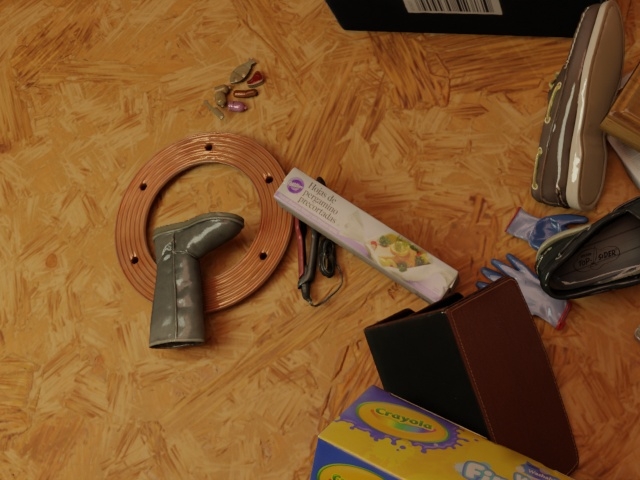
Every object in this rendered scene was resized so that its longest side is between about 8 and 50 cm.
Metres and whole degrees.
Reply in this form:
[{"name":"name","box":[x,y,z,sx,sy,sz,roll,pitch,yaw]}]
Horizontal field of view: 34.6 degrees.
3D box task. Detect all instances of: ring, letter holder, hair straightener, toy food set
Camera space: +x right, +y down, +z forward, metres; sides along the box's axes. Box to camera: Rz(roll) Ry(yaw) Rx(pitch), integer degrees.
[{"name":"ring","box":[-0.203,-0.032,1.797,0.337,0.032,0.336,-6,69,16]},{"name":"letter holder","box":[0.226,0.224,1.478,0.152,0.214,0.301,-19,91,41]},{"name":"hair straightener","box":[0.000,0.000,1.710,0.089,0.047,0.230,-6,67,16]},{"name":"toy food set","box":[-0.149,-0.270,1.870,0.122,0.019,0.078,-41,65,-8]}]

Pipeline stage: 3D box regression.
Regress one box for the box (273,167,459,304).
[{"name":"box","box":[0.074,-0.004,1.652,0.324,0.067,0.063,33,81,16]}]

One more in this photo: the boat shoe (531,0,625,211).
[{"name":"boat shoe","box":[0.396,-0.211,1.592,0.097,0.117,0.324,11,95,42]}]

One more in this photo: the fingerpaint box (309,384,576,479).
[{"name":"fingerpaint box","box":[0.189,0.453,1.326,0.445,0.163,0.371,23,119,23]}]

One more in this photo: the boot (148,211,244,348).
[{"name":"boot","box":[-0.207,0.068,1.706,0.190,0.076,0.208,-17,60,27]}]

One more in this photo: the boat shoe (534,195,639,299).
[{"name":"boat shoe","box":[0.460,0.000,1.456,0.340,0.113,0.127,-19,103,25]}]

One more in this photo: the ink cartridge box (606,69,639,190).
[{"name":"ink cartridge box","box":[0.543,-0.173,1.604,0.181,0.056,0.224,-31,56,5]}]

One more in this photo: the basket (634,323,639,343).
[{"name":"basket","box":[0.544,0.141,1.459,0.113,0.103,0.167,-45,64,-2]}]

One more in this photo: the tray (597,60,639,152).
[{"name":"tray","box":[0.638,-0.148,1.484,0.411,0.076,0.202,33,83,8]}]

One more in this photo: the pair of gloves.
[{"name":"pair of gloves","box":[0.344,0.037,1.605,0.159,0.023,0.198,28,83,22]}]

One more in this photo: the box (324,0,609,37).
[{"name":"box","box":[0.260,-0.613,1.705,0.480,0.297,0.471,7,75,20]}]
